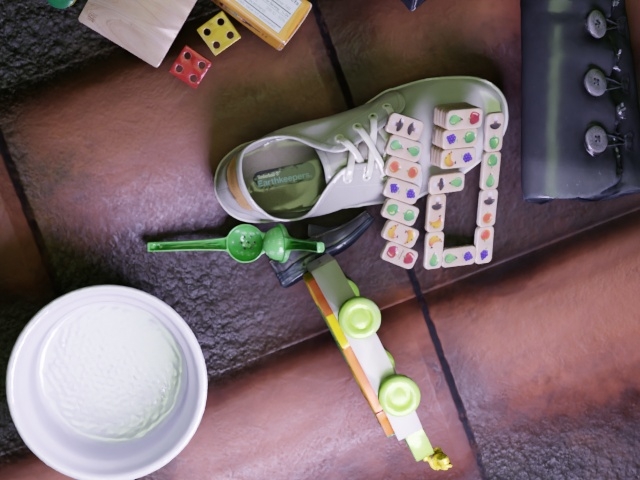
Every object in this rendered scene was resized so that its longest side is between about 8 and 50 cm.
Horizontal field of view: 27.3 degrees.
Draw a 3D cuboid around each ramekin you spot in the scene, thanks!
[{"bbox_3d":[-0.301,0.196,1.886,0.277,0.135,0.277,0,93,-5],"label":"ramekin"}]

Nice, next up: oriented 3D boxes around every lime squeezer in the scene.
[{"bbox_3d":[-0.095,0.000,1.889,0.310,0.110,0.059,1,78,35],"label":"lime squeezer"}]

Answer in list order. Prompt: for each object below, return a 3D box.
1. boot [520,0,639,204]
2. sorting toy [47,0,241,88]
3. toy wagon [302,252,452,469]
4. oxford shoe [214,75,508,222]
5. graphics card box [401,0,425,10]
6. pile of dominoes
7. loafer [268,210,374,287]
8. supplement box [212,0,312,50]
[{"bbox_3d":[0.299,-0.271,1.871,0.366,0.146,0.445,-2,95,-25],"label":"boot"},{"bbox_3d":[-0.248,-0.335,1.893,0.274,0.046,0.132,31,103,-6],"label":"sorting toy"},{"bbox_3d":[0.079,0.181,1.854,0.068,0.267,0.344,-27,96,-2],"label":"toy wagon"},{"bbox_3d":[0.066,-0.125,1.906,0.449,0.130,0.169,-16,92,-6],"label":"oxford shoe"},{"bbox_3d":[0.090,-0.510,1.705,0.232,0.094,0.371,-39,80,-7],"label":"graphics card box"},{"bbox_3d":[0.181,-0.070,1.897,0.195,0.040,0.251,-8,112,-25],"label":"pile of dominoes"},{"bbox_3d":[0.000,0.000,1.941,0.170,0.062,0.061,-33,82,-4],"label":"loafer"},{"bbox_3d":[-0.126,-0.374,1.898,0.233,0.078,0.080,39,86,-7],"label":"supplement box"}]
